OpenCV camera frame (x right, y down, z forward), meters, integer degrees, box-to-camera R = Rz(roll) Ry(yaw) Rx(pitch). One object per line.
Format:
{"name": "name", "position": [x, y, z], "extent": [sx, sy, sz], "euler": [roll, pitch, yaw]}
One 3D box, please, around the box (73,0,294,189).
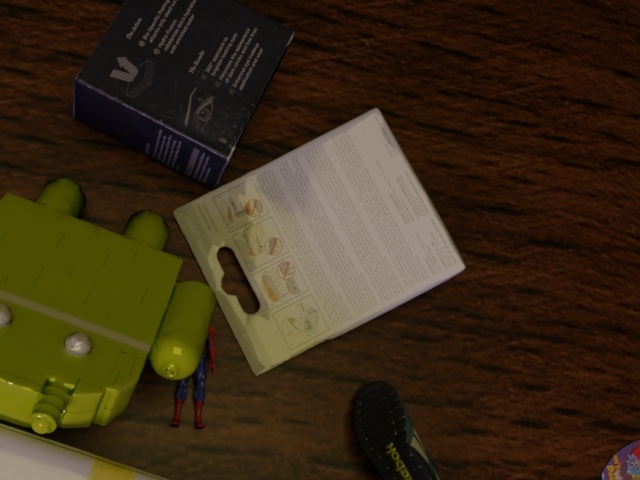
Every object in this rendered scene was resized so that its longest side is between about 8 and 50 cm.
{"name": "box", "position": [-0.133, -0.161, 0.844], "extent": [0.158, 0.093, 0.156], "euler": [28, 68, -7]}

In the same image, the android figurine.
{"name": "android figurine", "position": [-0.212, 0.046, 0.705], "extent": [0.248, 0.056, 0.273], "euler": [23, 32, -7]}

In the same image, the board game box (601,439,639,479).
{"name": "board game box", "position": [0.358, 0.285, 0.879], "extent": [0.133, 0.033, 0.169], "euler": [2, 73, -15]}

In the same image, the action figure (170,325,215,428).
{"name": "action figure", "position": [-0.116, 0.114, 0.801], "extent": [0.038, 0.030, 0.115], "euler": [5, 70, -9]}

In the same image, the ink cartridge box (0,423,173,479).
{"name": "ink cartridge box", "position": [-0.188, 0.309, 0.648], "extent": [0.384, 0.160, 0.279], "euler": [22, 69, -9]}

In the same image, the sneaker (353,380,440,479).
{"name": "sneaker", "position": [0.075, 0.202, 0.818], "extent": [0.053, 0.059, 0.144], "euler": [-28, 64, 9]}

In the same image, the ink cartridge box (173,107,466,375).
{"name": "ink cartridge box", "position": [0.000, 0.000, 0.868], "extent": [0.232, 0.066, 0.189], "euler": [-28, 82, 0]}
